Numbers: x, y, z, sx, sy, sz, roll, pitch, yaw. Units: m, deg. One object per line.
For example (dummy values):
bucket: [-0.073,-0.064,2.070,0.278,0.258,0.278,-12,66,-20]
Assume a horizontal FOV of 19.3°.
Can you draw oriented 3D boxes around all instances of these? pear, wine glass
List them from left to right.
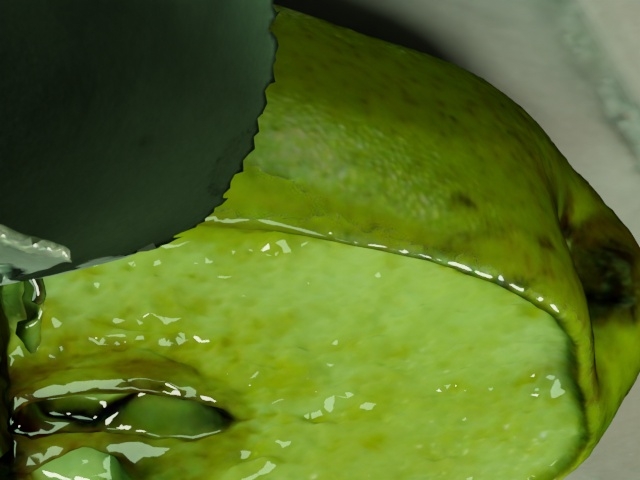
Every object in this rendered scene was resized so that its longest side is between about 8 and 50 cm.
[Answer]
wine glass: [-0.162,-0.048,0.531,0.321,0.143,0.143,-6,155,40]
pear: [0.000,0.000,0.691,0.255,0.164,0.238,-2,143,-7]

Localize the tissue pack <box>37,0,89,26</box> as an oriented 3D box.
tissue pack: [-0.054,-0.105,0.560,0.063,0.083,0.035,-25,145,38]
